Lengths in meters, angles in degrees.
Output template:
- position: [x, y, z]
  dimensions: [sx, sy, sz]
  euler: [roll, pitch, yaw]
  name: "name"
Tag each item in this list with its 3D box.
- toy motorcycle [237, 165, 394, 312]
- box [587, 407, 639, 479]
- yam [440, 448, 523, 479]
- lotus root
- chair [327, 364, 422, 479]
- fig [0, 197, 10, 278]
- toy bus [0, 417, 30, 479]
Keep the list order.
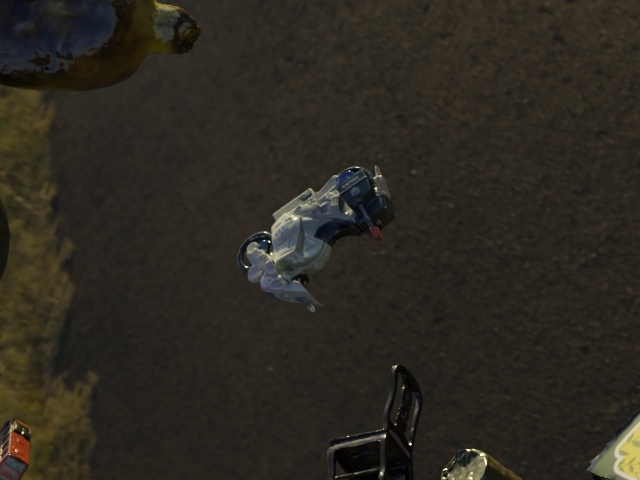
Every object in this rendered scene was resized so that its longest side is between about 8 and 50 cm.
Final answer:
- position: [0.000, 0.000, 1.498]
  dimensions: [0.221, 0.102, 0.150]
  euler: [-36, 49, 8]
  name: "toy motorcycle"
- position: [0.554, 0.225, 1.298]
  dimensions: [0.373, 0.138, 0.420]
  euler: [-43, 20, -11]
  name: "box"
- position: [0.249, 0.355, 1.555]
  dimensions: [0.093, 0.259, 0.093]
  euler: [-28, 41, 28]
  name: "yam"
- position: [-0.283, -0.242, 1.276]
  dimensions: [0.141, 0.314, 0.170]
  euler: [-57, -29, -69]
  name: "lotus root"
- position: [0.087, 0.313, 1.854]
  dimensions: [0.113, 0.106, 0.229]
  euler: [-16, 41, 23]
  name: "chair"
- position: [-0.431, -0.041, 1.413]
  dimensions: [0.203, 0.203, 0.235]
  euler: [-16, 33, 51]
  name: "fig"
- position: [-0.312, 0.214, 1.201]
  dimensions: [0.043, 0.031, 0.110]
  euler: [-53, 17, 2]
  name: "toy bus"
